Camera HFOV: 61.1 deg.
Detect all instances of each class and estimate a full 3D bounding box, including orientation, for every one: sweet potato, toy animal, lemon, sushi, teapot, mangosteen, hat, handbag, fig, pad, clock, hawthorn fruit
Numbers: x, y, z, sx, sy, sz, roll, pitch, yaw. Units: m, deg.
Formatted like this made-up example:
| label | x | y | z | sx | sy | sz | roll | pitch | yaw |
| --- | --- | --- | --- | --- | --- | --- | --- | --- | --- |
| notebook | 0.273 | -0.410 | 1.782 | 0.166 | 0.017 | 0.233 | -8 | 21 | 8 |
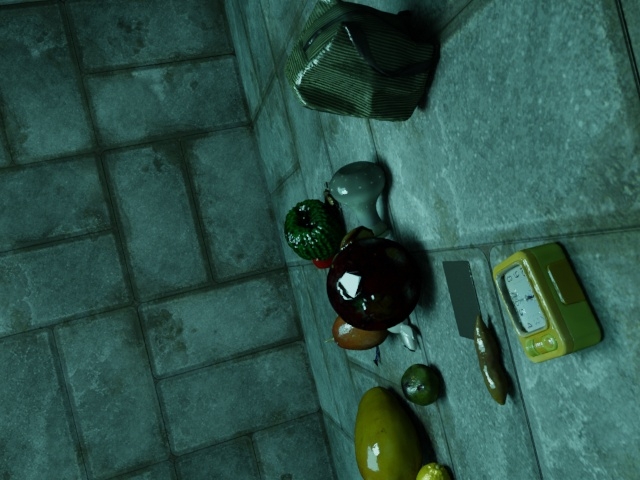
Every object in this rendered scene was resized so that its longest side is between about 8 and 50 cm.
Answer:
| label | x | y | z | sx | sy | sz | roll | pitch | yaw |
| --- | --- | --- | --- | --- | --- | --- | --- | --- | --- |
| sweet potato | 0.406 | 0.286 | 1.305 | 0.065 | 0.051 | 0.218 | 132 | 124 | -77 |
| toy animal | 0.247 | 0.289 | 1.807 | 0.131 | 0.182 | 0.127 | 97 | -163 | -46 |
| lemon | 0.371 | 0.793 | 1.772 | 0.114 | 0.114 | 0.155 | -123 | 36 | -53 |
| sushi | 0.039 | -0.177 | 2.296 | 0.201 | 0.031 | 0.139 | -155 | 53 | -71 |
| teapot | 0.140 | -0.121 | 1.739 | 0.250 | 0.184 | 0.183 | 69 | 170 | -25 |
| mangosteen | 0.154 | 0.124 | 1.637 | 0.311 | 0.311 | 0.311 | 167 | 90 | -75 |
| hat | 0.000 | 0.000 | 2.331 | 0.274 | 0.242 | 0.332 | -95 | -20 | -44 |
| handbag | 0.099 | -0.436 | 1.311 | 0.247 | 0.341 | 0.240 | -110 | 34 | -42 |
| fig | 0.327 | 0.462 | 1.696 | 0.156 | 0.123 | 0.123 | 39 | -170 | -36 |
| pad | 0.372 | 0.156 | 1.408 | 0.143 | 0.003 | 0.211 | 171 | 86 | -75 |
| clock | 0.420 | 0.118 | 1.022 | 0.143 | 0.096 | 0.202 | 107 | 147 | -69 |
| hawthorn fruit | 0.129 | 0.320 | 1.970 | 0.199 | 0.251 | 0.199 | 62 | -175 | -9 |

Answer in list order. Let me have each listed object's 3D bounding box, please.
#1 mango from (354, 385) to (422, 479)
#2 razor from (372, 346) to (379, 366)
| label | x | y | z | sx | sy | sz | roll | pitch | yaw |
| --- | --- | --- | --- | --- | --- | --- | --- | --- | --- |
| mango | 0.232 | 0.718 | 1.982 | 0.445 | 0.232 | 0.299 | -103 | 5 | -67 |
| razor | 0.218 | 0.427 | 2.175 | 0.044 | 0.028 | 0.154 | -144 | 42 | -68 |
